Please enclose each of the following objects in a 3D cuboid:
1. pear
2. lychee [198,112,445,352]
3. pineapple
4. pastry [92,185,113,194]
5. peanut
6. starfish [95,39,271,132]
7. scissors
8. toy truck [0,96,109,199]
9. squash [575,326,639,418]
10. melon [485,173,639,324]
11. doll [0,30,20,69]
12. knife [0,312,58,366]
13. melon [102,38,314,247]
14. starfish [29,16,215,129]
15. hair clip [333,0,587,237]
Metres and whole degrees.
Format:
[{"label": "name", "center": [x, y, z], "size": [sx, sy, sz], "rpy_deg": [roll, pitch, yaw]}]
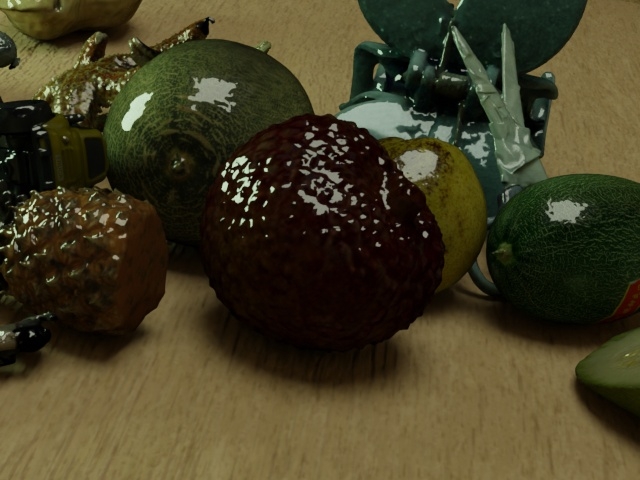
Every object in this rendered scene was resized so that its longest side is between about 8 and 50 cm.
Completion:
[{"label": "pear", "center": [0.098, -0.035, 1.915], "size": [0.197, 0.197, 0.197], "rpy_deg": [10, 21, -4]}, {"label": "lychee", "center": [0.000, 0.000, 1.721], "size": [0.260, 0.261, 0.260], "rpy_deg": [10, 21, -4]}, {"label": "pineapple", "center": [-0.303, 0.010, 1.672], "size": [0.278, 0.158, 0.158], "rpy_deg": [9, 20, 15]}, {"label": "pastry", "center": [-0.277, -0.020, 1.872], "size": [0.080, 0.056, 0.140], "rpy_deg": [10, 23, -5]}, {"label": "peanut", "center": [-0.410, -0.412, 2.680], "size": [0.340, 0.158, 0.174], "rpy_deg": [-20, 67, -47]}, {"label": "starfish", "center": [-0.180, -0.157, 2.238], "size": [0.347, 0.078, 0.358], "rpy_deg": [-2, 38, -4]}, {"label": "scissors", "center": [0.255, -0.110, 2.082], "size": [0.256, 0.029, 0.384], "rpy_deg": [-1, 67, -31]}, {"label": "toy truck", "center": [-0.318, -0.096, 1.841], "size": [0.165, 0.147, 0.224], "rpy_deg": [-13, 13, -35]}, {"label": "squash", "center": [0.391, 0.116, 1.695], "size": [0.189, 0.189, 0.260], "rpy_deg": [-11, 35, -45]}, {"label": "melon", "center": [0.306, 0.011, 1.924], "size": [0.287, 0.182, 0.182], "rpy_deg": [0, 24, -34]}, {"label": "doll", "center": [-0.528, -0.224, 2.194], "size": [0.245, 0.158, 0.340], "rpy_deg": [-26, 47, -8]}, {"label": "knife", "center": [-0.407, 0.111, 1.499], "size": [0.365, 0.043, 0.089], "rpy_deg": [-7, -8, -35]}, {"label": "melon", "center": [-0.125, -0.120, 1.948], "size": [0.248, 0.249, 0.329], "rpy_deg": [14, 20, 8]}, {"label": "starfish", "center": [-0.293, -0.198, 2.122], "size": [0.303, 0.113, 0.312], "rpy_deg": [-6, 35, 45]}, {"label": "hair clip", "center": [0.180, -0.199, 2.286], "size": [0.318, 0.392, 0.238], "rpy_deg": [12, -4, 6]}]
